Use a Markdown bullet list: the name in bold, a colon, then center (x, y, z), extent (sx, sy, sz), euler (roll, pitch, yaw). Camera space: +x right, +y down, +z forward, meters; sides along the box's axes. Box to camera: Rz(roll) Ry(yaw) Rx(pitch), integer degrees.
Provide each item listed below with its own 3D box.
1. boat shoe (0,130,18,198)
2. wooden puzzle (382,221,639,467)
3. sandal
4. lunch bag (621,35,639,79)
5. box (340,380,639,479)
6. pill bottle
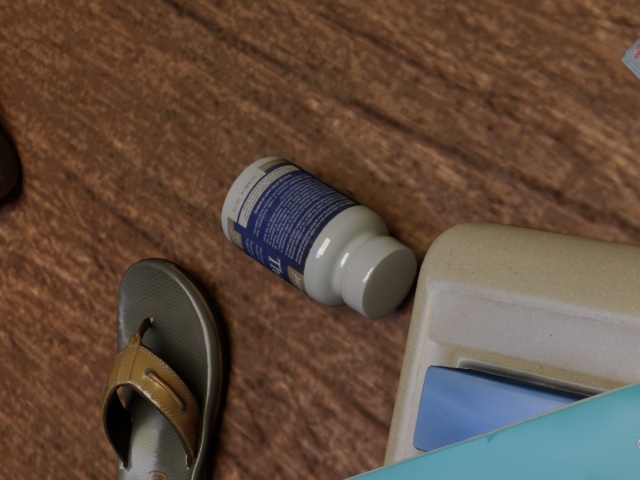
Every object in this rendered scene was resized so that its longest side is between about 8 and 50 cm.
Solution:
- **boat shoe**: center (-0.353, -0.127, 1.031), extent (0.089, 0.104, 0.285), euler (-38, 88, 32)
- **wooden puzzle**: center (0.153, 0.172, 0.686), extent (0.322, 0.080, 0.348), euler (10, 84, 35)
- **sandal**: center (-0.115, 0.118, 0.889), extent (0.090, 0.060, 0.219), euler (-2, 78, 33)
- **lunch bag**: center (0.208, -0.105, 0.732), extent (0.071, 0.053, 0.083), euler (-48, 32, 15)
- **box**: center (0.101, 0.119, 0.626), extent (0.244, 0.100, 0.060), euler (-24, 71, 29)
- **pill bottle**: center (0.000, 0.000, 0.837), extent (0.120, 0.067, 0.067), euler (32, 97, 35)
